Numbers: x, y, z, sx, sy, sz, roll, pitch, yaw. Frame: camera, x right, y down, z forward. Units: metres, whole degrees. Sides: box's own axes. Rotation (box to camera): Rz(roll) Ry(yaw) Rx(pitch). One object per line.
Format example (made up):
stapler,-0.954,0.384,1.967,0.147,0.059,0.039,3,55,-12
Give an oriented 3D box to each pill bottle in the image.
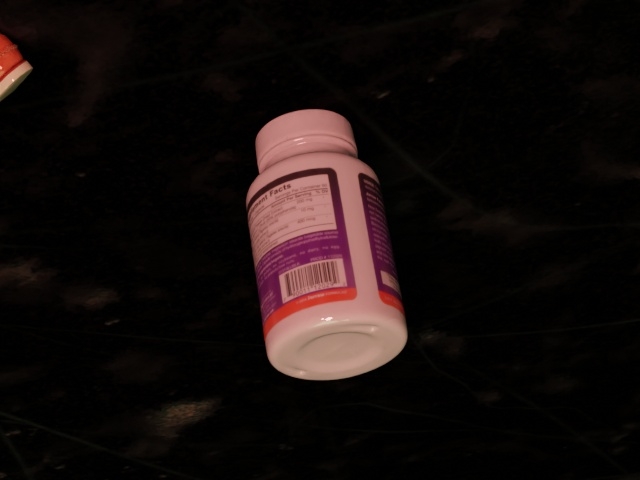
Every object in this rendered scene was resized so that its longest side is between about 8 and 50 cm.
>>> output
pill bottle,0.000,0.000,1.257,0.108,0.194,0.108,-7,151,-4

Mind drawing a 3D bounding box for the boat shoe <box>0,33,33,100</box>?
boat shoe,-0.254,-0.102,1.160,0.043,0.049,0.137,48,133,-6
